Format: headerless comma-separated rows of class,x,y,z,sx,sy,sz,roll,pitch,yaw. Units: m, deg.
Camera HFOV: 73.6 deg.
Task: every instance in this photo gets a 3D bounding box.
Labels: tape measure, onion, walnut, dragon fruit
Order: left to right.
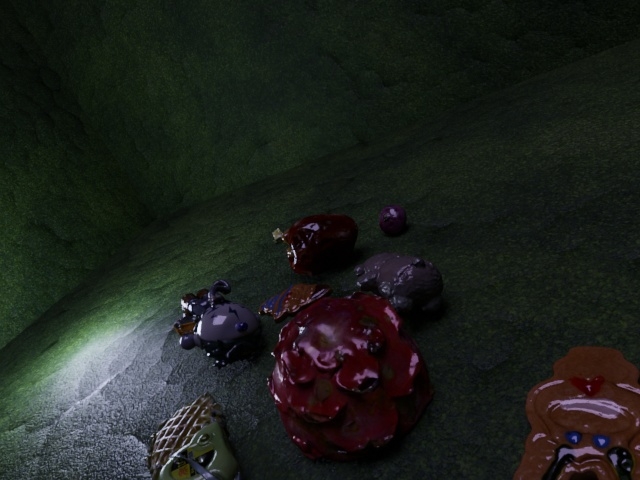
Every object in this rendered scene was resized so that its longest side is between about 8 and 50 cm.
tape measure,-0.251,0.498,0.911,0.175,0.106,0.200,-24,20,-22
walnut,0.000,0.000,1.566,0.268,0.222,0.244,-14,30,-8
dragon fruit,0.046,0.259,0.945,0.370,0.249,0.386,3,39,42
onion,0.270,-0.075,1.584,0.115,0.104,0.115,-13,69,36

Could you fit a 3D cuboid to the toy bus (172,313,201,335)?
toy bus,-0.461,0.305,1.577,0.162,0.074,0.069,-15,20,29

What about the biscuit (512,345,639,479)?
biscuit,0.432,0.295,0.683,0.202,0.047,0.334,-6,30,40

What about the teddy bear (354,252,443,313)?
teddy bear,0.208,0.108,1.153,0.235,0.151,0.267,4,-2,-22

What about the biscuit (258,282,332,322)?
biscuit,-0.090,0.202,1.457,0.280,0.043,0.183,-21,27,21

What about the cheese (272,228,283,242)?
cheese,-0.198,-0.021,2.028,0.060,0.041,0.084,-33,38,5

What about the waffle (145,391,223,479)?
waffle,-0.344,0.488,1.079,0.214,0.054,0.208,-35,18,-15

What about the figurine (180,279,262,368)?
figurine,-0.328,0.271,1.366,0.261,0.186,0.381,-29,27,-29
